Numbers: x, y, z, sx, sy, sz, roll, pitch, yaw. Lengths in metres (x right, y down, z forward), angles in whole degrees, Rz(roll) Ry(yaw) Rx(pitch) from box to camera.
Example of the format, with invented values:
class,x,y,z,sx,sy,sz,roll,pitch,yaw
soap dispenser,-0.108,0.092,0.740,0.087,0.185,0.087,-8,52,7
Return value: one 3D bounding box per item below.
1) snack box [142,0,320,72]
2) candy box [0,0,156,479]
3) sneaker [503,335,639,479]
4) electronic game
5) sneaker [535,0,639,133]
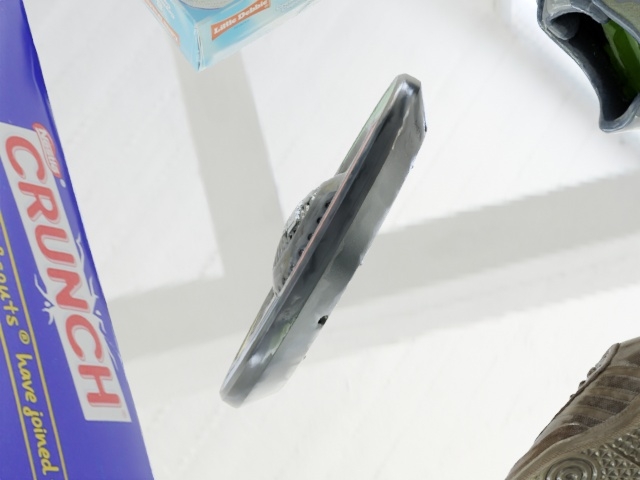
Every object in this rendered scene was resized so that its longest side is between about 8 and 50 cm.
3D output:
class,x,y,z,sx,sy,sz,roll,pitch,yaw
snack box,-0.085,-0.269,1.018,0.187,0.060,0.322,-33,-107,-15
candy box,-0.191,0.018,0.489,0.122,0.317,0.268,-28,-111,24
sneaker,0.179,0.104,1.047,0.188,0.066,0.071,-38,-151,15
electronic game,0.000,0.000,1.076,0.048,0.229,0.229,30,-113,-2
sneaker,0.203,-0.214,1.279,0.121,0.111,0.300,-31,-84,-39
